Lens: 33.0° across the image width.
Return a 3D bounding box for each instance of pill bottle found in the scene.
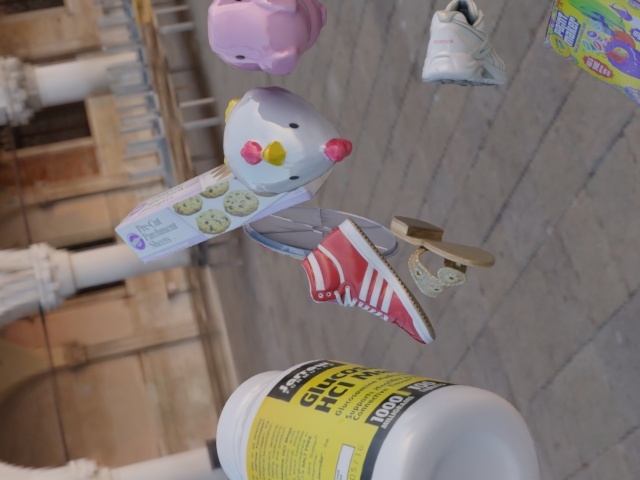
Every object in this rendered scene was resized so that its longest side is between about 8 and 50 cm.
[{"bbox_3d":[0.039,0.218,1.072,0.334,0.188,0.187,2,105,55],"label":"pill bottle"}]

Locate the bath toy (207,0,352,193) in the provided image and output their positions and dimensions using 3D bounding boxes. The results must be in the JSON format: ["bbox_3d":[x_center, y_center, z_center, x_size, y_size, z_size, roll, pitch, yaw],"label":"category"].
[{"bbox_3d":[-0.041,-0.200,0.895,0.129,0.151,0.348,16,119,46],"label":"bath toy"}]

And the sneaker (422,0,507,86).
[{"bbox_3d":[0.201,-0.265,1.446,0.232,0.090,0.115,-20,-69,-71],"label":"sneaker"}]

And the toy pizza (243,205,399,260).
[{"bbox_3d":[0.000,0.000,1.377,0.201,0.201,0.032,-127,43,-66],"label":"toy pizza"}]

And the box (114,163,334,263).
[{"bbox_3d":[-0.122,-0.048,1.299,0.324,0.063,0.067,-18,116,42],"label":"box"}]

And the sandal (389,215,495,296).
[{"bbox_3d":[0.153,0.034,1.426,0.240,0.088,0.079,-142,63,-65],"label":"sandal"}]

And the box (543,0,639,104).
[{"bbox_3d":[0.438,-0.361,1.357,0.177,0.279,0.290,35,177,11],"label":"box"}]

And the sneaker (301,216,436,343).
[{"bbox_3d":[0.035,0.047,0.857,0.118,0.067,0.042,52,-177,6],"label":"sneaker"}]
